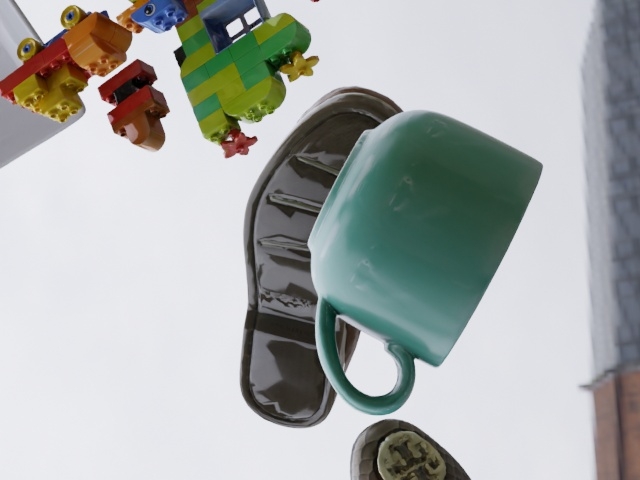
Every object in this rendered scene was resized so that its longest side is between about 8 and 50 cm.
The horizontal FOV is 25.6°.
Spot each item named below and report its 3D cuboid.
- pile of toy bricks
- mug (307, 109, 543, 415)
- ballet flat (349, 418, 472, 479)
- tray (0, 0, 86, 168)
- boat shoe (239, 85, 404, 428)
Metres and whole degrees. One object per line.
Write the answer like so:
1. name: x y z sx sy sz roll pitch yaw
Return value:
1. pile of toy bricks: -0.052 -0.095 0.725 0.118 0.212 0.105 23 -141 -57
2. mug: 0.047 0.001 0.778 0.157 0.097 0.129 -59 -4 -41
3. ballet flat: 0.101 0.218 0.867 0.084 0.058 0.250 -24 -99 -28
4. tray: -0.267 -0.154 0.831 0.270 0.145 0.030 56 -165 -14
5. boat shoe: 0.000 0.000 1.067 0.104 0.111 0.307 -65 -4 -52
